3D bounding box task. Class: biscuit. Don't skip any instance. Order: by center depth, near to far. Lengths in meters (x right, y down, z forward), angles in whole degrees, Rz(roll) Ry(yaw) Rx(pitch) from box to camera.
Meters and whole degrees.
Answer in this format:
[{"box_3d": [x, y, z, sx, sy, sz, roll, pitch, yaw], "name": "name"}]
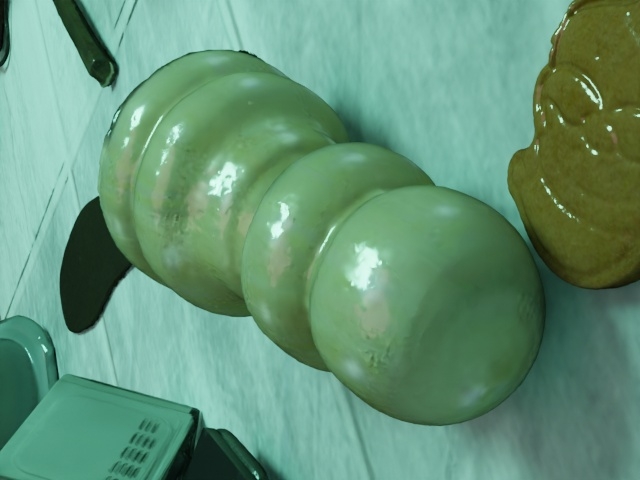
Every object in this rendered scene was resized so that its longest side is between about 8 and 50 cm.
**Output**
[{"box_3d": [0.114, -0.042, 0.456, 0.102, 0.019, 0.130, 57, 140, 42], "name": "biscuit"}]

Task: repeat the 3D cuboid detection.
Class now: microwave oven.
[{"box_3d": [-0.173, 0.233, 0.869, 0.162, 0.122, 0.208, -65, -12, -64], "name": "microwave oven"}]

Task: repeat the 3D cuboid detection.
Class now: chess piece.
[{"box_3d": [0.000, 0.000, 0.567, 0.261, 0.142, 0.143, 32, 121, 53], "name": "chess piece"}]

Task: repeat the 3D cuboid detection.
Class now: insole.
[{"box_3d": [-0.202, 0.007, 1.078, 0.328, 0.007, 0.111, -37, 61, 58], "name": "insole"}]

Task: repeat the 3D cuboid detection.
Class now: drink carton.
[{"box_3d": [-0.403, 0.164, 1.221, 0.191, 0.189, 0.186, -16, 69, 29], "name": "drink carton"}]

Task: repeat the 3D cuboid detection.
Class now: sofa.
[{"box_3d": [-0.037, 0.189, 0.742, 0.147, 0.060, 0.085, 33, 105, 57], "name": "sofa"}]

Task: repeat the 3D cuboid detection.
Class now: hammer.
[{"box_3d": [-0.249, -0.234, 1.120, 0.297, 0.027, 0.125, -122, 34, -43], "name": "hammer"}]

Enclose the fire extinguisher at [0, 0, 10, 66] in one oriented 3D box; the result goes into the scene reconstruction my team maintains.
[{"box_3d": [-0.391, -0.265, 1.374, 0.078, 0.045, 0.157, 36, 126, 29], "name": "fire extinguisher"}]
